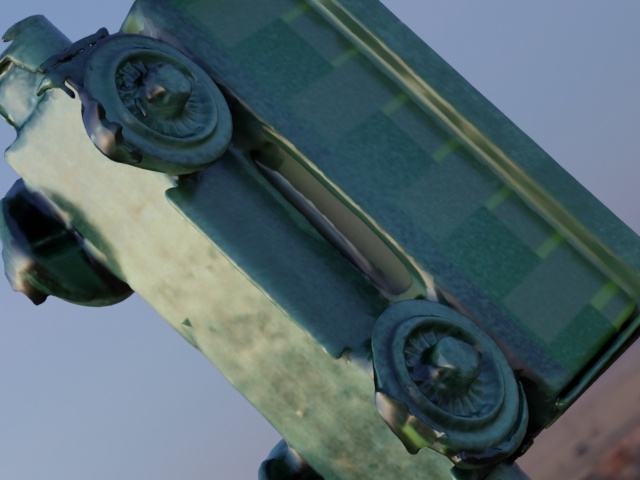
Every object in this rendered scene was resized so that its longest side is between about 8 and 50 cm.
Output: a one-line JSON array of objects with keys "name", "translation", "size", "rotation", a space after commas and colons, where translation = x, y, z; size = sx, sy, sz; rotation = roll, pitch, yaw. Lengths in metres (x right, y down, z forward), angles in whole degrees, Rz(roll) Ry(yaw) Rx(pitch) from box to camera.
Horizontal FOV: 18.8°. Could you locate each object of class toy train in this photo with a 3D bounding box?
[{"name": "toy train", "translation": [0.000, 0.000, 0.830], "size": [0.202, 0.301, 0.120], "rotation": [-40, -10, -47]}]
